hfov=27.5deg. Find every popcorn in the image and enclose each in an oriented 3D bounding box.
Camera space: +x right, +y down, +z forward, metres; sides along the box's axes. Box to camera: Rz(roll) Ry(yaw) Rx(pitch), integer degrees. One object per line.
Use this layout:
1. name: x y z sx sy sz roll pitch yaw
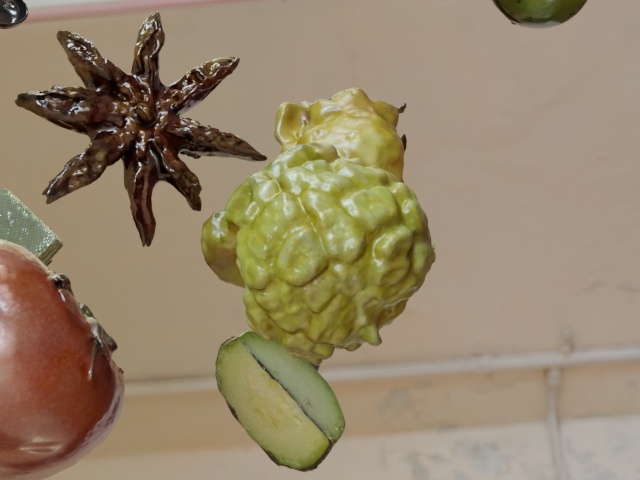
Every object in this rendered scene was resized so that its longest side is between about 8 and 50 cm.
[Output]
1. popcorn: 0.000 0.000 1.346 0.251 0.236 0.206 59 135 51
2. popcorn: 0.029 -0.103 1.880 0.254 0.191 0.190 -85 -6 -45

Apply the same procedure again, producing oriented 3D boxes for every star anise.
1. star anise: -0.200 -0.127 1.476 0.088 0.288 0.288 157 110 -70

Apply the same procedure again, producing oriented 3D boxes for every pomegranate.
1. pomegranate: 0.145 -0.184 0.876 0.073 0.073 0.085 -92 -9 -55

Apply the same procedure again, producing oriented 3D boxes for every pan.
1. pan: -0.418 -0.281 1.631 0.115 0.068 0.023 -32 -19 -48

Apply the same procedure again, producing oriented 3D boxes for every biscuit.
1. biscuit: -0.533 -0.002 2.255 0.199 0.121 0.040 36 170 41

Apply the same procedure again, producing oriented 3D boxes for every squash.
1. squash: -0.045 0.195 1.649 0.192 0.085 0.184 49 151 8

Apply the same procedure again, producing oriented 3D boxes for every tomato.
1. tomato: -0.418 0.175 1.732 0.341 0.272 0.341 48 166 16

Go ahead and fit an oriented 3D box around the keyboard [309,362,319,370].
1. keyboard: -0.027 0.170 2.010 0.087 0.017 0.250 58 -166 -8
